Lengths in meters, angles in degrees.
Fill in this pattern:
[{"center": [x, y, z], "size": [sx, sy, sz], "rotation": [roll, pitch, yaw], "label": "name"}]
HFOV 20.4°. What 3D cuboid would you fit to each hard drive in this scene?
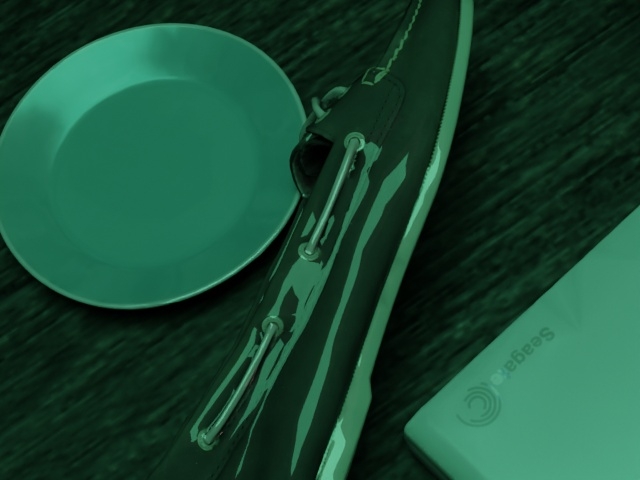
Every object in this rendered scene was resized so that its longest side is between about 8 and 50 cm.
[{"center": [0.218, 0.130, 0.865], "size": [0.203, 0.040, 0.307], "rotation": [-42, 63, -12], "label": "hard drive"}]

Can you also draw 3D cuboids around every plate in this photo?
[{"center": [-0.097, -0.042, 1.026], "size": [0.188, 0.024, 0.188], "rotation": [-4, 63, 9], "label": "plate"}]

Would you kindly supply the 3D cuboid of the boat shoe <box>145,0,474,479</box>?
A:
[{"center": [0.000, 0.000, 0.927], "size": [0.095, 0.112, 0.335], "rotation": [19, 69, -3], "label": "boat shoe"}]
